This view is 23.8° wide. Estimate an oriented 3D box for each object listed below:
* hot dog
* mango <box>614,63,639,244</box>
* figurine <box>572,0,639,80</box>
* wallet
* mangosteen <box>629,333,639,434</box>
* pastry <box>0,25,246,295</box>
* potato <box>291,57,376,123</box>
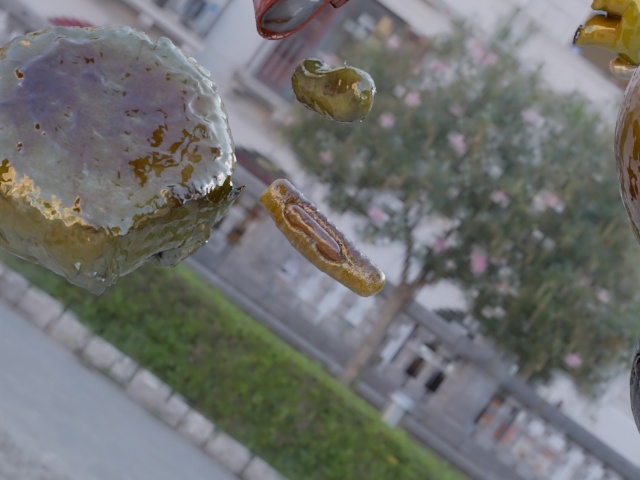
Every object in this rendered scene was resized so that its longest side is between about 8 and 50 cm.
[{"bbox_3d":[0.000,0.000,1.324,0.137,0.044,0.028,46,-16,10],"label":"hot dog"},{"bbox_3d":[0.325,-0.053,0.878,0.263,0.221,0.378,0,-1,-22],"label":"mango"},{"bbox_3d":[0.323,-0.132,1.190,0.246,0.156,0.131,31,38,12],"label":"figurine"},{"bbox_3d":[0.002,-0.237,1.194,0.045,0.142,0.204,47,14,-25],"label":"wallet"},{"bbox_3d":[0.235,0.079,0.771,0.151,0.137,0.137,11,3,-8],"label":"mangosteen"},{"bbox_3d":[-0.198,-0.076,1.326,0.236,0.257,0.121,48,-35,17],"label":"pastry"},{"bbox_3d":[0.012,-0.116,1.185,0.092,0.045,0.046,19,-10,47],"label":"potato"}]
